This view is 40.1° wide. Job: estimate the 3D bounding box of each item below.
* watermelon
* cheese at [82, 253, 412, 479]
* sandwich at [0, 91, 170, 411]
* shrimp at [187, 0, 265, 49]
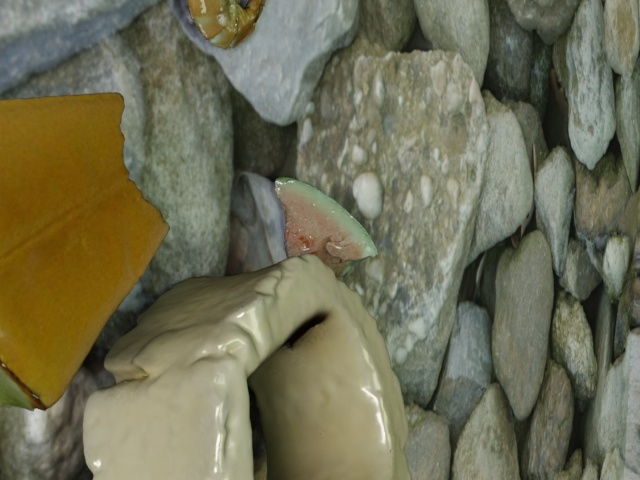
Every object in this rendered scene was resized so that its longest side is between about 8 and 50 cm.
[{"bbox_3d":[0.004,-0.010,0.979,0.080,0.101,0.155,-34,110,-37],"label":"watermelon"},{"bbox_3d":[-0.058,0.176,0.771,0.332,0.153,0.292,-33,106,-61],"label":"cheese"},{"bbox_3d":[-0.231,-0.039,0.561,0.227,0.155,0.198,60,43,-37],"label":"sandwich"},{"bbox_3d":[-0.073,-0.256,0.880,0.180,0.041,0.099,-48,130,-44],"label":"shrimp"}]
